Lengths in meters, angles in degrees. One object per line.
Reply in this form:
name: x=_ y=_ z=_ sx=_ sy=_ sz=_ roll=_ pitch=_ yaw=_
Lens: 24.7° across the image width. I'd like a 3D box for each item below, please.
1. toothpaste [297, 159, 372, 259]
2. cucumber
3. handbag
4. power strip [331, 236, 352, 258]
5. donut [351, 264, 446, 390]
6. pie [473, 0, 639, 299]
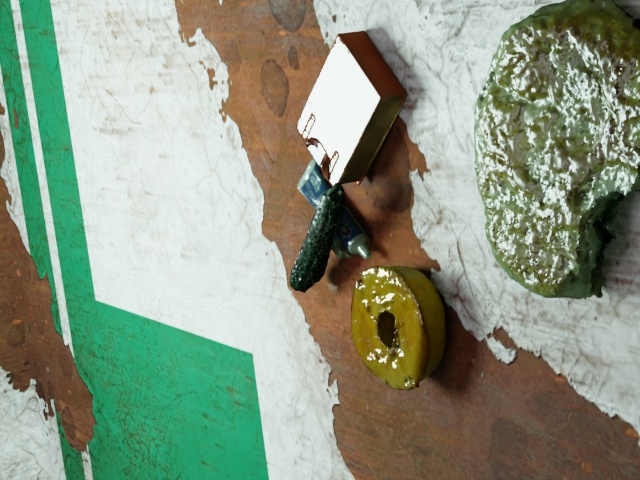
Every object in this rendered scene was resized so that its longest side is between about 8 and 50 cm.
toothpaste: x=0.022 y=-0.039 z=2.111 sx=0.197 sy=0.034 sz=0.057 roll=53 pitch=127 yaw=37
cucumber: x=-0.001 y=0.000 z=2.091 sx=0.044 sy=0.043 sz=0.257 roll=57 pitch=152 yaw=22
handbag: x=0.039 y=-0.176 z=2.004 sx=0.127 sy=0.062 sz=0.190 roll=58 pitch=142 yaw=29
power strip: x=0.022 y=-0.002 z=2.131 sx=0.083 sy=0.027 sz=0.017 roll=51 pitch=145 yaw=35
donut: x=0.112 y=0.112 z=1.988 sx=0.162 sy=0.065 sz=0.178 roll=48 pitch=139 yaw=33
pie: x=0.275 y=-0.104 z=1.608 sx=0.297 sy=0.078 sz=0.371 roll=62 pitch=146 yaw=24
